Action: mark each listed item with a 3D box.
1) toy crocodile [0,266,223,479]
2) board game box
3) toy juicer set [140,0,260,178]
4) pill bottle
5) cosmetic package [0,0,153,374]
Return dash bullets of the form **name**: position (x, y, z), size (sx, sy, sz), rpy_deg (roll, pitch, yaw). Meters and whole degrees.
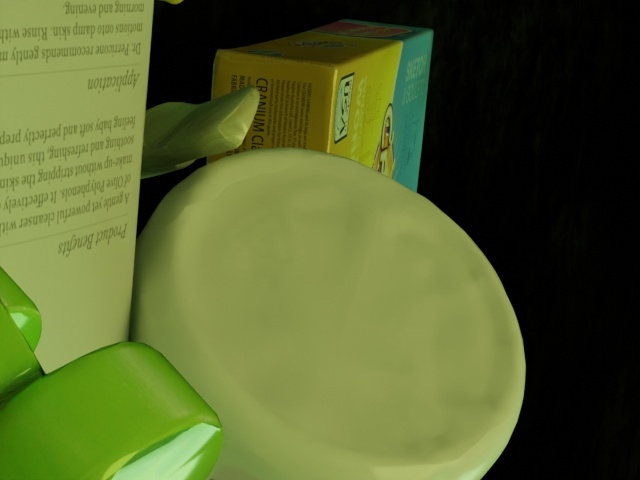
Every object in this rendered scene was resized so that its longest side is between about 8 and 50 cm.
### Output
- **toy crocodile**: position (-0.095, 0.054, 0.441), size (0.105, 0.115, 0.340), rpy_deg (-41, 166, -13)
- **board game box**: position (0.000, 0.000, 1.079), size (0.316, 0.064, 0.242), rpy_deg (-40, 136, -74)
- **toy juicer set**: position (-0.071, -0.153, 0.831), size (0.209, 0.089, 0.329), rpy_deg (137, -33, -58)
- **pill bottle**: position (-0.048, 0.111, 0.823), size (0.301, 0.169, 0.169), rpy_deg (-55, -179, 45)
- **cosmetic package**: position (-0.176, 0.077, 0.643), size (0.197, 0.155, 0.365), rpy_deg (-14, 113, -65)
